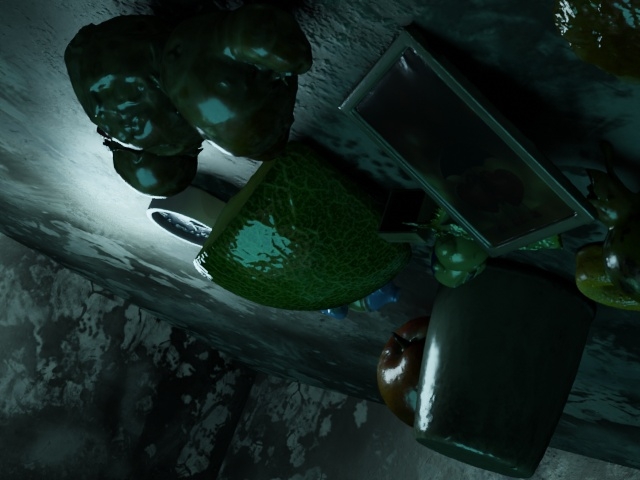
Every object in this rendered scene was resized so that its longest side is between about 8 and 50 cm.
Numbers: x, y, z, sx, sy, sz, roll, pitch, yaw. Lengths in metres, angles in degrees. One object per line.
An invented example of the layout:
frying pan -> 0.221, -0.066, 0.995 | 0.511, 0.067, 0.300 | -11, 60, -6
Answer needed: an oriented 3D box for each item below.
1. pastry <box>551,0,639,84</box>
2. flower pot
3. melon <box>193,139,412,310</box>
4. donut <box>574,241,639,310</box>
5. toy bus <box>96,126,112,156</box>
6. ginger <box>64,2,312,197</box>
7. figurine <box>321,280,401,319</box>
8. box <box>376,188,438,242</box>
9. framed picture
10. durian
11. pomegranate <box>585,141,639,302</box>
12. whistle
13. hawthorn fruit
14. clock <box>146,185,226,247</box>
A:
pastry -> 0.260, -0.185, 0.567 | 0.153, 0.081, 0.153 | 20, 166, 5
flower pot -> 0.312, 0.236, 1.309 | 0.293, 0.330, 0.294 | 20, 161, 7
melon -> 0.000, 0.000, 1.242 | 0.343, 0.226, 0.331 | 29, 118, -17
donut -> 0.457, 0.059, 1.083 | 0.151, 0.058, 0.152 | 17, 160, 6
toy bus -> -0.313, -0.167, 1.219 | 0.073, 0.097, 0.235 | 17, 163, 5
ginger -> -0.155, -0.182, 0.886 | 0.375, 0.176, 0.256 | -9, 127, 39
figurine -> 0.025, 0.071, 1.442 | 0.261, 0.154, 0.180 | 16, -160, 16
box -> 0.135, -0.038, 1.119 | 0.083, 0.079, 0.035 | 0, 153, 44
framed picture -> 0.163, -0.104, 0.854 | 0.289, 0.020, 0.211 | 44, 158, -4
durian -> 0.225, -0.039, 0.985 | 0.215, 0.100, 0.086 | 9, 156, 15
pomegranate -> 0.380, -0.015, 0.821 | 0.220, 0.156, 0.156 | 37, 158, -16
whistle -> 0.227, 0.024, 1.178 | 0.085, 0.105, 0.227 | 59, 171, 19
hawthorn fruit -> 0.254, 0.304, 1.658 | 0.300, 0.268, 0.267 | 37, 156, -28
clock -> -0.270, -0.049, 1.544 | 0.196, 0.068, 0.197 | 19, 162, 6
